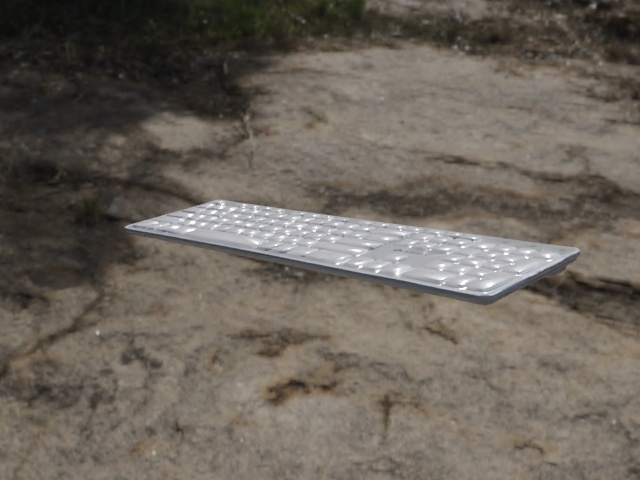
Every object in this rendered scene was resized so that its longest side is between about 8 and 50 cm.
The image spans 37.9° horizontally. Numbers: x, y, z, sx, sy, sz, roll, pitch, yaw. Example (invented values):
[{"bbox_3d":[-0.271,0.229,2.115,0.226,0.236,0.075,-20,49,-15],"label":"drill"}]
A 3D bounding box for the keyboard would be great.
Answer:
[{"bbox_3d":[0.000,0.000,0.473,0.072,0.014,0.256,-12,15,-43],"label":"keyboard"}]
